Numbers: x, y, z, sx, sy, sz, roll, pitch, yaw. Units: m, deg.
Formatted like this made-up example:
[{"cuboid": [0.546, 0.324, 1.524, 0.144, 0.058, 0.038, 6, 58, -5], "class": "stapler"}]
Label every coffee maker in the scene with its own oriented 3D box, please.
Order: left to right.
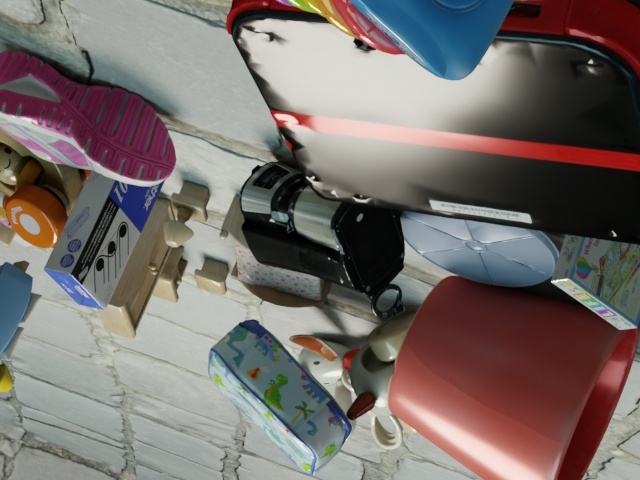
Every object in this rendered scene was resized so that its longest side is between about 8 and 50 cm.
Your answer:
[{"cuboid": [0.000, 0.000, 1.798, 0.120, 0.171, 0.178, -17, -159, -40], "class": "coffee maker"}]

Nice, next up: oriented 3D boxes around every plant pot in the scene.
[{"cuboid": [0.233, 0.176, 1.899, 0.243, 0.275, 0.275, 24, 159, 20], "class": "plant pot"}]

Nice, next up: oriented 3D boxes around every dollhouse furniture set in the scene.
[{"cuboid": [-0.447, 0.104, 2.236, 0.198, 0.303, 0.286, 35, 154, -28], "class": "dollhouse furniture set"}, {"cuboid": [-0.106, 0.087, 2.068, 0.355, 0.174, 0.303, 18, 157, 9], "class": "dollhouse furniture set"}]

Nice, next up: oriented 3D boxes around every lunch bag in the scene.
[{"cuboid": [-0.059, 0.217, 2.094, 0.219, 0.090, 0.176, 44, 162, 13], "class": "lunch bag"}]

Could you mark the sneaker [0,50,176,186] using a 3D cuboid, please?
[{"cuboid": [-0.290, -0.138, 1.843, 0.252, 0.103, 0.111, 28, 161, 1], "class": "sneaker"}]

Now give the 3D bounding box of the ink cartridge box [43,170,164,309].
[{"cuboid": [-0.266, -0.027, 1.910, 0.046, 0.207, 0.097, 10, 155, 26], "class": "ink cartridge box"}]

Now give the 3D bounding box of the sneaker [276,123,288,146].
[{"cuboid": [0.012, -0.159, 1.517, 0.106, 0.101, 0.267, 14, 157, 11], "class": "sneaker"}]

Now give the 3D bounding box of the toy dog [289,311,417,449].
[{"cuboid": [0.046, 0.210, 2.184, 0.220, 0.161, 0.333, 57, 151, 7], "class": "toy dog"}]

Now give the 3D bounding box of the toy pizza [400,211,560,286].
[{"cuboid": [0.186, -0.006, 1.790, 0.201, 0.032, 0.201, 17, 156, 8], "class": "toy pizza"}]

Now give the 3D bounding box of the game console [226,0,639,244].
[{"cuboid": [0.125, -0.118, 1.379, 0.386, 0.060, 0.342, 9, 154, 23], "class": "game console"}]

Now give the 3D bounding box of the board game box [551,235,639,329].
[{"cuboid": [0.299, -0.001, 1.545, 0.103, 0.154, 0.026, 34, 155, -26], "class": "board game box"}]

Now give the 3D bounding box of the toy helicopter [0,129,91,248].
[{"cuboid": [-0.447, -0.081, 2.029, 0.235, 0.140, 0.355, 48, 141, -11], "class": "toy helicopter"}]

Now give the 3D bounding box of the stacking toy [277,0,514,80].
[{"cuboid": [0.005, -0.238, 1.193, 0.302, 0.165, 0.175, 18, 166, 48], "class": "stacking toy"}]
